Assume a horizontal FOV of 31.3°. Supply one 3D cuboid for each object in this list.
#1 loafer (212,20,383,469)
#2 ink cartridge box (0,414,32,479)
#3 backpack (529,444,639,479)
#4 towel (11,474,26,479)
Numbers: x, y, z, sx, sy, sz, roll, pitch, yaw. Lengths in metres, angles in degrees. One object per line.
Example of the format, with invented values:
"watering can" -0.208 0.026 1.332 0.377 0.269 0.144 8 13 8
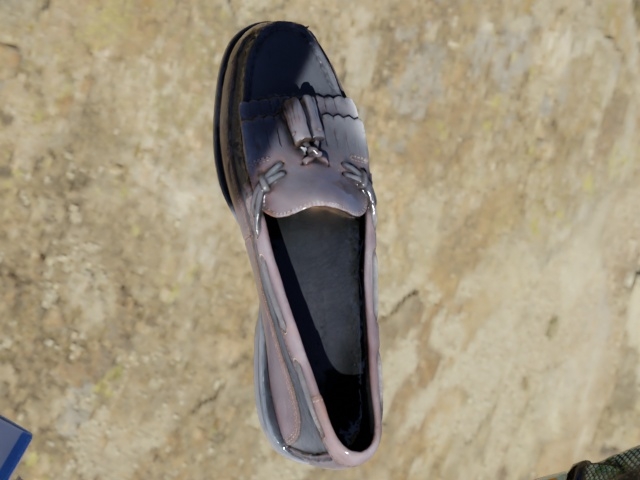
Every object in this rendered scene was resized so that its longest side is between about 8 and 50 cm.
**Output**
"loafer" 0.000 0.000 0.746 0.109 0.095 0.303 -7 91 -21
"ink cartridge box" -0.408 0.299 1.101 0.307 0.129 0.223 -52 -169 53
"backpack" 0.176 0.193 0.482 0.225 0.253 0.191 36 60 -15
"towel" -0.306 0.299 0.788 0.282 0.049 0.187 -22 116 -31
